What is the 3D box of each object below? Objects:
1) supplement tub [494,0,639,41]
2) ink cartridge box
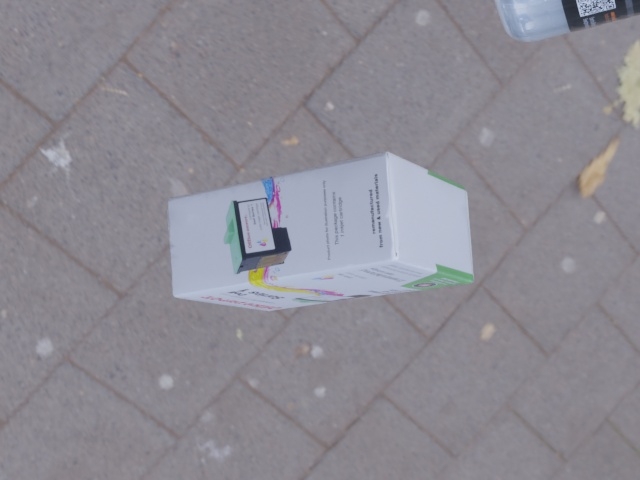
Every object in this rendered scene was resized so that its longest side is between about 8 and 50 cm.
[{"bbox_3d":[0.275,-0.277,0.833,0.316,0.193,0.194,-11,122,16],"label":"supplement tub"},{"bbox_3d":[0.000,0.000,1.220,0.201,0.278,0.117,15,68,-58],"label":"ink cartridge box"}]
